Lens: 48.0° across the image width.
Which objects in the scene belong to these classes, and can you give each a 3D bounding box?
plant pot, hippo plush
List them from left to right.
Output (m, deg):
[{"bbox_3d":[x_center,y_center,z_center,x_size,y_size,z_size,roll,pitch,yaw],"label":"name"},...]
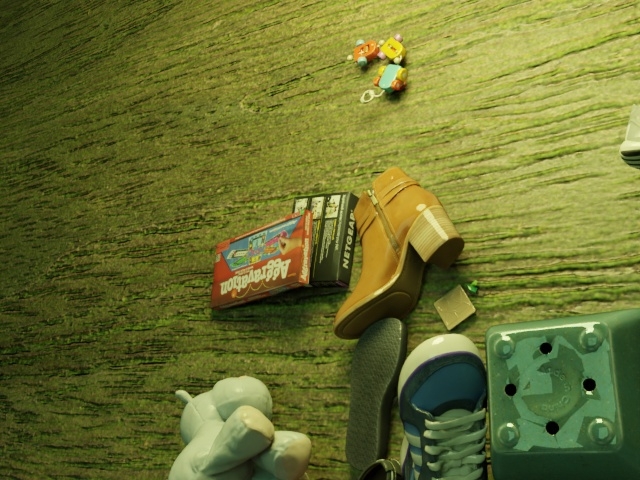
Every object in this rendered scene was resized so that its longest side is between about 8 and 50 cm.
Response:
[{"bbox_3d":[-0.158,0.375,1.263,0.294,0.234,0.236,-33,22,3],"label":"hippo plush"},{"bbox_3d":[0.329,0.205,0.910,0.248,0.252,0.246,-12,64,32],"label":"plant pot"}]

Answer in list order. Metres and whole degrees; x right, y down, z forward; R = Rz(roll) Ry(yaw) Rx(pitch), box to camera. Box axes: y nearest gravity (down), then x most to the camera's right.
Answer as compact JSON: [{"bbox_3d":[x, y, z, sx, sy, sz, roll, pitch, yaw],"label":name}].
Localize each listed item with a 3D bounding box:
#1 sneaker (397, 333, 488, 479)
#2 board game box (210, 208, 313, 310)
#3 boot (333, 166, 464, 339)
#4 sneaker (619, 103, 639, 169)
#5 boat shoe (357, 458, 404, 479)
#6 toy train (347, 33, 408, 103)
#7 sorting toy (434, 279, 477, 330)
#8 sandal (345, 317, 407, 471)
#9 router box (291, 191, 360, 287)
[{"bbox_3d":[0.186,0.309,0.942,0.130,0.322,0.236,-6,38,-10],"label":"sneaker"},{"bbox_3d":[-0.121,0.044,1.414,0.281,0.027,0.144,-20,60,44],"label":"board game box"},{"bbox_3d":[0.096,0.017,1.259,0.283,0.109,0.220,-50,45,18],"label":"boot"},{"bbox_3d":[0.518,-0.171,0.947,0.229,0.086,0.132,0,69,37],"label":"sneaker"},{"bbox_3d":[0.052,0.436,1.129,0.233,0.079,0.084,-53,52,8],"label":"boat shoe"},{"bbox_3d":[0.121,-0.342,1.433,0.125,0.046,0.166,-24,55,28],"label":"toy train"},{"bbox_3d":[0.231,0.103,1.180,0.083,0.012,0.062,-41,47,20],"label":"sorting toy"},{"bbox_3d":[0.095,0.253,1.199,0.097,0.055,0.254,10,87,45],"label":"sandal"},{"bbox_3d":[0.000,0.000,1.372,0.133,0.046,0.178,-3,70,35],"label":"router box"}]
